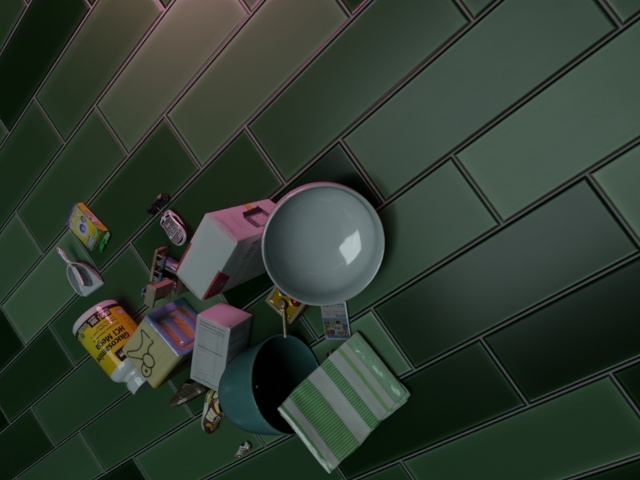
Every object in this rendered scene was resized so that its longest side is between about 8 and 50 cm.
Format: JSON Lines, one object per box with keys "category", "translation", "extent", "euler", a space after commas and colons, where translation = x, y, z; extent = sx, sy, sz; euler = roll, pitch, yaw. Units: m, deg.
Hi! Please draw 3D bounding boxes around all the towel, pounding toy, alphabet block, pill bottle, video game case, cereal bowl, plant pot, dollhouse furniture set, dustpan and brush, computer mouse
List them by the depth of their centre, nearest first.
{"category": "cereal bowl", "translation": [0.000, 0.000, 1.397], "extent": [0.339, 0.141, 0.339], "euler": [-3, 106, -10]}
{"category": "towel", "translation": [0.069, 0.461, 1.454], "extent": [0.325, 0.038, 0.248], "euler": [-39, 84, -17]}
{"category": "video game case", "translation": [0.047, 0.244, 1.547], "extent": [0.087, 0.011, 0.122], "euler": [-4, 101, 26]}
{"category": "pounding toy", "translation": [-0.096, 0.195, 1.553], "extent": [0.130, 0.100, 0.141], "euler": [41, 116, 12]}
{"category": "plant pot", "translation": [-0.174, 0.458, 1.564], "extent": [0.235, 0.293, 0.293], "euler": [-25, 91, 38]}
{"category": "dollhouse furniture set", "translation": [-0.537, 0.116, 1.699], "extent": [0.129, 0.183, 0.129], "euler": [25, 112, 19]}
{"category": "computer mouse", "translation": [-0.511, -0.064, 1.726], "extent": [0.106, 0.042, 0.193], "euler": [-43, 77, 23]}
{"category": "alphabet block", "translation": [-0.524, 0.351, 1.748], "extent": [0.192, 0.193, 0.197], "euler": [47, 117, 10]}
{"category": "pill bottle", "translation": [-0.731, 0.395, 1.861], "extent": [0.334, 0.188, 0.188], "euler": [45, 117, 9]}
{"category": "dustpan and brush", "translation": [-0.952, 0.113, 1.969], "extent": [0.147, 0.060, 0.211], "euler": [-30, 89, 29]}

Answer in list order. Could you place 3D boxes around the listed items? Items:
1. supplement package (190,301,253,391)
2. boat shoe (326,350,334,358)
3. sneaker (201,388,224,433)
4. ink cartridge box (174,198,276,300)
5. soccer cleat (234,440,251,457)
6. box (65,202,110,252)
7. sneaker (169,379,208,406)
{"category": "supplement package", "translation": [-0.329, 0.353, 1.686], "extent": [0.139, 0.134, 0.244], "euler": [19, 110, 22]}
{"category": "boat shoe", "translation": [0.045, 0.405, 1.566], "extent": [0.042, 0.049, 0.133], "euler": [-19, 98, 20]}
{"category": "sneaker", "translation": [-0.372, 0.622, 1.811], "extent": [0.084, 0.069, 0.186], "euler": [17, 110, 27]}
{"category": "ink cartridge box", "translation": [-0.239, 0.018, 1.462], "extent": [0.131, 0.306, 0.226], "euler": [40, 116, 13]}
{"category": "soccer cleat", "translation": [-0.283, 0.752, 1.825], "extent": [0.083, 0.029, 0.036], "euler": [-40, 75, 25]}
{"category": "box", "translation": [-0.873, -0.044, 1.904], "extent": [0.179, 0.043, 0.105], "euler": [42, 117, 9]}
{"category": "sneaker", "translation": [-0.489, 0.553, 1.864], "extent": [0.188, 0.066, 0.071], "euler": [-30, 72, 23]}
